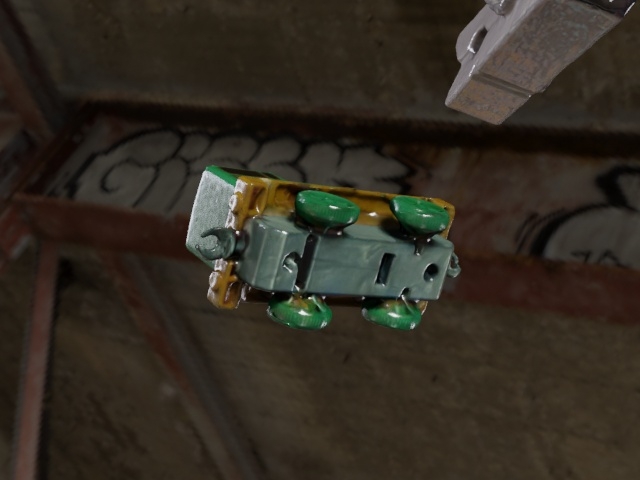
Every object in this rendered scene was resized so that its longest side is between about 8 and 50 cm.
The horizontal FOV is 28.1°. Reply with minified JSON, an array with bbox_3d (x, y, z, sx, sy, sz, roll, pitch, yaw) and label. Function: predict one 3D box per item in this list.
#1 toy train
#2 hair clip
[{"bbox_3d":[0.000,0.000,0.895,0.136,0.228,0.091,31,-69,48],"label":"toy train"},{"bbox_3d":[0.186,-0.192,1.111,0.085,0.101,0.331,15,-13,-10],"label":"hair clip"}]
